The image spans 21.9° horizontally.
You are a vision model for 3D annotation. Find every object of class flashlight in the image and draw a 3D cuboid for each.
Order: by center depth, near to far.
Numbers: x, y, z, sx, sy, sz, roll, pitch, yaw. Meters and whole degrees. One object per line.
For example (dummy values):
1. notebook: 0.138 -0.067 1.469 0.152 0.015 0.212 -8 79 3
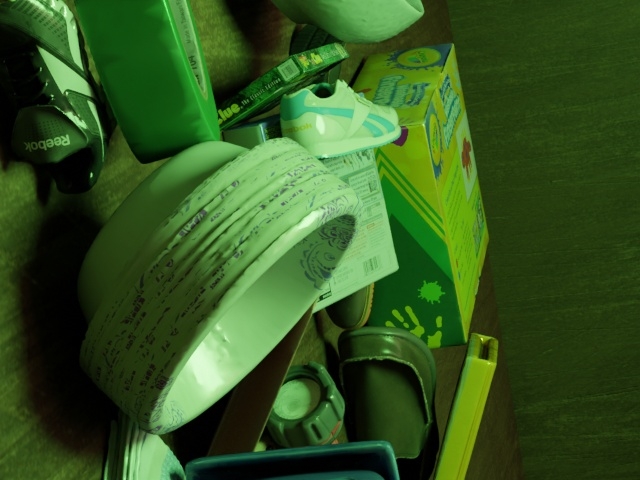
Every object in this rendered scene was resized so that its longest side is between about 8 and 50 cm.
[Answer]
1. flashlight: 0.010 0.267 2.067 0.304 0.103 0.103 64 21 -49

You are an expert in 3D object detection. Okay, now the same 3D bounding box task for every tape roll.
1. tape roll: -0.172 -0.232 1.513 0.321 0.077 0.321 -16 90 -88

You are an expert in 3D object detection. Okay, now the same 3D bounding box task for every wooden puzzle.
1. wooden puzzle: -0.063 0.271 1.955 0.116 0.014 0.078 -57 137 -69

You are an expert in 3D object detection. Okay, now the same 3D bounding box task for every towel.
1. towel: -0.145 0.308 1.572 0.285 0.034 0.209 65 22 -50

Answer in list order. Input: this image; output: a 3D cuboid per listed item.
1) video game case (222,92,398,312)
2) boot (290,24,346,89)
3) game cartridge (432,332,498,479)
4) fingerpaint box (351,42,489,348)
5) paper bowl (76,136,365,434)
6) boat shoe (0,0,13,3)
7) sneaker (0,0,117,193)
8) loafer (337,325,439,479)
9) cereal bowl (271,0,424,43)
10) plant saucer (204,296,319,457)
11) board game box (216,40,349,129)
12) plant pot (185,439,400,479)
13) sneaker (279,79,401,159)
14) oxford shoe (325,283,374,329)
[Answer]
1. video game case: -0.008 -0.047 2.101 0.269 0.061 0.244 -24 105 -58
2. boot: 0.001 -0.217 2.387 0.137 0.077 0.198 74 29 -46
3. game cartridge: 0.207 0.314 2.504 0.285 0.052 0.324 -32 135 -82
4. fingerpaint box: 0.150 -0.079 2.690 0.445 0.163 0.371 -66 147 -65
5. paper bowl: -0.105 0.026 1.484 0.148 0.284 0.284 41 8 12
6. boat shoe: -0.265 -0.296 1.306 0.104 0.089 0.285 54 30 -61
7. sneaker: -0.229 -0.121 1.378 0.234 0.078 0.106 66 18 -53
8. loafer: 0.109 0.260 2.399 0.366 0.134 0.130 69 22 -46
9. cereal bowl: -0.020 -0.383 2.119 0.339 0.141 0.339 51 14 -17
10. plant saucer: -0.055 0.127 1.762 0.259 0.047 0.258 -66 179 -71
11. board game box: -0.050 -0.189 2.019 0.030 0.136 0.259 59 15 -2
12. plant pot: -0.023 0.320 1.541 0.212 0.236 0.236 -79 161 -66
13. sneaker: 0.029 -0.153 2.041 0.228 0.087 0.092 -20 99 -60
14. oxford shoe: 0.000 0.000 2.248 0.098 0.097 0.271 -27 106 -53
